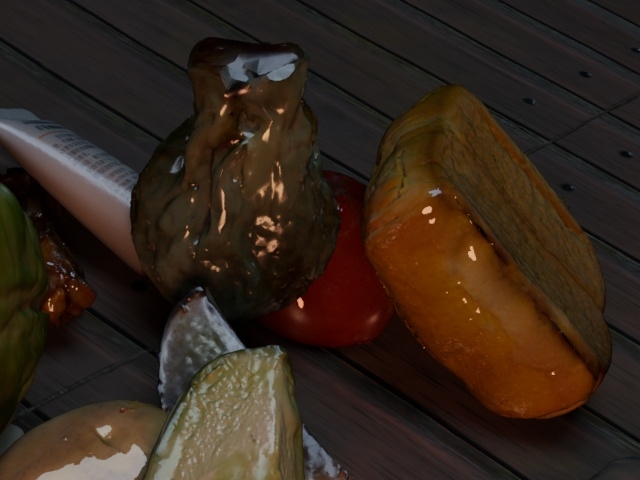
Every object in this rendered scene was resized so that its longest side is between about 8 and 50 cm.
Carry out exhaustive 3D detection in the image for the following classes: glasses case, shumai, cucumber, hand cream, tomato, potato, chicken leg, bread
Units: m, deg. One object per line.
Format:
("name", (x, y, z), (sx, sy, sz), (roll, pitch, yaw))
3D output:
("glasses case", (-0.296, 0.197, 1.608), (0.032, 0.021, 0.083), (14, 32, -2))
("shumai", (-0.086, -0.063, 1.773), (0.222, 0.204, 0.272), (-5, 73, -6))
("cucumber", (-0.078, 0.248, 1.453), (0.145, 0.105, 0.325), (-1, 59, 9))
("hand cream", (-0.243, -0.058, 1.911), (0.314, 0.089, 0.139), (40, 14, 16))
("tomato", (0.000, 0.000, 1.937), (0.200, 0.140, 0.233), (11, 32, -10))
("potato", (-0.198, 0.212, 1.530), (0.234, 0.128, 0.161), (-1, 32, -17))
("chicken leg", (-0.303, 0.006, 1.860), (0.113, 0.093, 0.304), (28, 17, -21))
("bread", (0.173, 0.014, 1.899), (0.337, 0.148, 0.328), (48, 23, -21))
("potato", (-0.079, 0.181, 1.696), (0.120, 0.100, 0.261), (-36, 65, -6))

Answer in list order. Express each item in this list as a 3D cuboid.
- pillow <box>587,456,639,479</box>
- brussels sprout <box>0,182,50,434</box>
("pillow", (0.278, 0.323, 1.595), (0.228, 0.101, 0.326), (36, 35, 32))
("brussels sprout", (-0.376, 0.064, 1.527), (0.281, 0.289, 0.354), (7, 7, 16))
